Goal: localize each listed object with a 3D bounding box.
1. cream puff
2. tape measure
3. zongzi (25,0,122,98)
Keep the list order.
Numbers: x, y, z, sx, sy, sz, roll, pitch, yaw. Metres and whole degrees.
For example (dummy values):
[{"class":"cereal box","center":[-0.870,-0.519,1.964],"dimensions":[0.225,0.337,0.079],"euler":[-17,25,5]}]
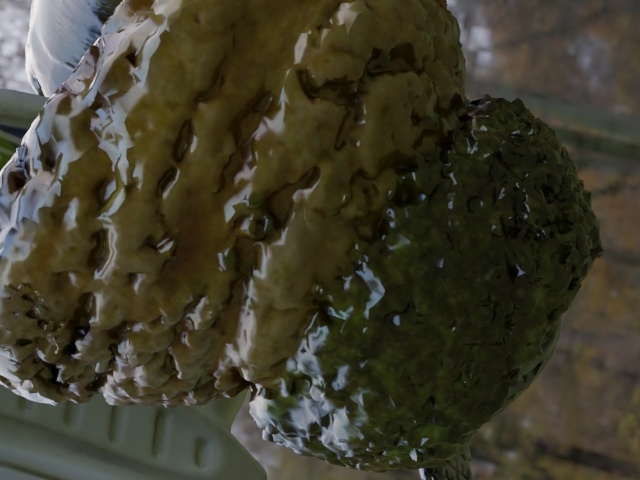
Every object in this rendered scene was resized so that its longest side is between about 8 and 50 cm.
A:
[{"class":"cream puff","center":[0.000,0.000,0.552],"dimensions":[0.183,0.169,0.183],"euler":[-55,4,6]},{"class":"tape measure","center":[-0.160,0.050,1.039],"dimensions":[0.130,0.258,0.265],"euler":[-42,34,46]},{"class":"zongzi","center":[-0.146,-0.262,1.439],"dimensions":[0.286,0.134,0.288],"euler":[124,154,-56]}]
